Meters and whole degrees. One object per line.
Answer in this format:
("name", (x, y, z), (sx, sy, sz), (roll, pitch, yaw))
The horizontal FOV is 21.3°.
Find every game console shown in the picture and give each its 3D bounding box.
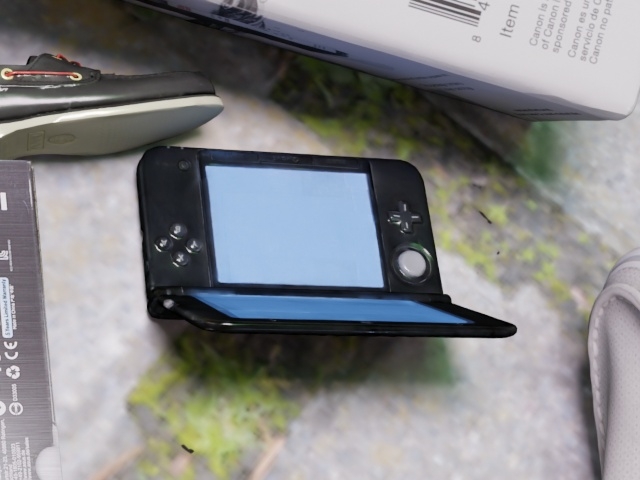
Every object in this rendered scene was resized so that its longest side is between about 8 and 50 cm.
("game console", (0.000, 0.000, 0.642), (0.122, 0.071, 0.107), (3, 62, -21))

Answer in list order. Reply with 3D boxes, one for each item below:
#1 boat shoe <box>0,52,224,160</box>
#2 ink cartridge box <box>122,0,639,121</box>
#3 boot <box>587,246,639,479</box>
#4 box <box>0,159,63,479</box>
("boat shoe", (-0.102, -0.053, 0.645), (0.133, 0.049, 0.042), (-9, 74, -20))
("ink cartridge box", (0.004, -0.175, 0.670), (0.273, 0.114, 0.197), (15, 89, -14))
("boot", (0.117, 0.126, 0.601), (0.123, 0.095, 0.258), (-7, 70, -24))
("box", (-0.175, 0.084, 0.537), (0.183, 0.056, 0.231), (-1, 63, -20))
